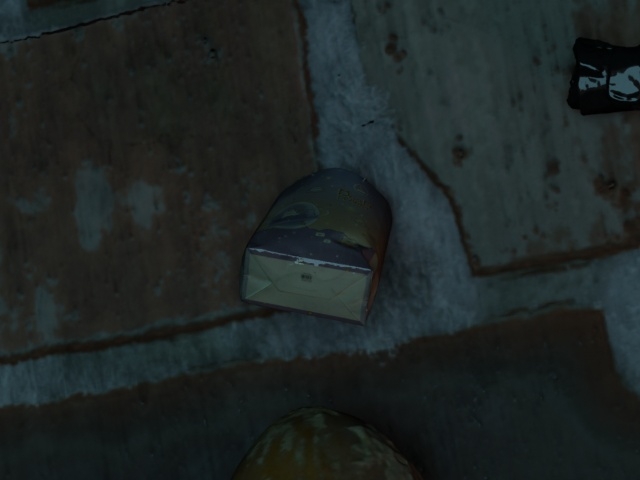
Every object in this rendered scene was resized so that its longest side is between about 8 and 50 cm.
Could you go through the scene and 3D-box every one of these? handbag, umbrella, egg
[{"bbox_3d":[0.000,0.000,1.326,0.117,0.173,0.095,12,115,4],"label":"handbag"},{"bbox_3d":[0.327,-0.133,1.285,0.235,0.059,0.066,5,113,14],"label":"umbrella"},{"bbox_3d":[0.004,0.263,1.289,0.203,0.203,0.245,-7,85,16],"label":"egg"}]
